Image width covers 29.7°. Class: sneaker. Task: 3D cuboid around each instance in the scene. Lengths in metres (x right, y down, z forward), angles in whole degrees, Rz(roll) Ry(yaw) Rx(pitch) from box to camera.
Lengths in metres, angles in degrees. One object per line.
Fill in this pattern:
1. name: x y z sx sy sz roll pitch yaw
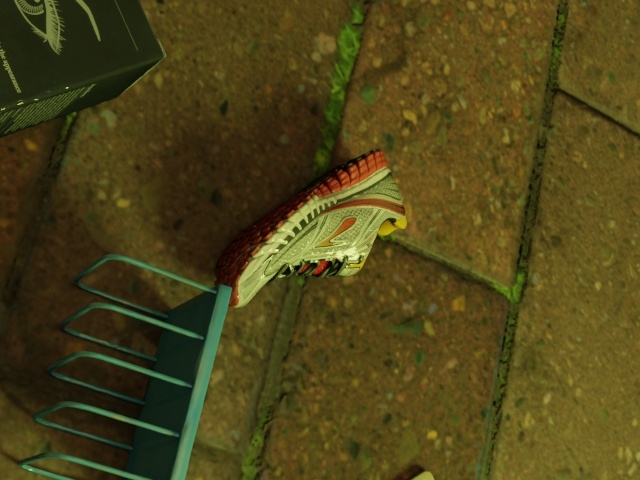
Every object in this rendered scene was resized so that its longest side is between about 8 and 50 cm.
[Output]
1. sneaker: 0.000 0.000 1.095 0.225 0.088 0.092 -35 98 -33

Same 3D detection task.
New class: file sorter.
1. file sorter: -0.157 0.111 0.952 0.105 0.118 0.170 21 67 -22

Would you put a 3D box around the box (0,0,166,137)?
1. box: -0.256 -0.170 0.969 0.207 0.108 0.153 -24 90 -35

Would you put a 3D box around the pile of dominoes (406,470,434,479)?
1. pile of dominoes: 0.054 0.344 1.065 0.251 0.040 0.196 -25 91 -34
